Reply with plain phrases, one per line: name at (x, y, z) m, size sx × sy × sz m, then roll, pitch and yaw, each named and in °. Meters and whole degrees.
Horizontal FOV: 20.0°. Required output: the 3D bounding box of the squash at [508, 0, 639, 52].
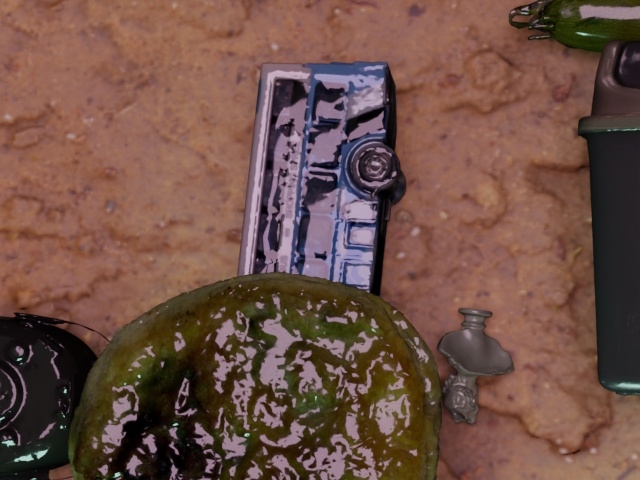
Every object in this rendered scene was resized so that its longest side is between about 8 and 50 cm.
squash at (0.321, -0.176, 1.531) m, size 0.318 × 0.071 × 0.080 m, roll 15°, pitch 104°, yaw 8°

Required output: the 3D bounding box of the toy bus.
toy bus at (0.000, 0.000, 1.524) m, size 0.131 × 0.106 × 0.297 m, roll 6°, pitch 82°, yaw 8°

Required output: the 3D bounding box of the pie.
pie at (-0.057, 0.175, 1.419) m, size 0.323 × 0.070 × 0.323 m, roll -1°, pitch 83°, yaw 10°

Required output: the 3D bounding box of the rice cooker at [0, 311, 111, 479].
rice cooker at (-0.267, 0.130, 1.522) m, size 0.203 × 0.118 × 0.142 m, roll 2°, pitch 83°, yaw 9°

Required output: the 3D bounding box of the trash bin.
trash bin at (0.316, -0.019, 1.456) m, size 0.209 × 0.182 × 0.290 m, roll 0°, pitch 88°, yaw 19°

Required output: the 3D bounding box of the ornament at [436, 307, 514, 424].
ornament at (0.127, 0.103, 1.530) m, size 0.068 × 0.041 × 0.092 m, roll 38°, pitch 75°, yaw -14°
